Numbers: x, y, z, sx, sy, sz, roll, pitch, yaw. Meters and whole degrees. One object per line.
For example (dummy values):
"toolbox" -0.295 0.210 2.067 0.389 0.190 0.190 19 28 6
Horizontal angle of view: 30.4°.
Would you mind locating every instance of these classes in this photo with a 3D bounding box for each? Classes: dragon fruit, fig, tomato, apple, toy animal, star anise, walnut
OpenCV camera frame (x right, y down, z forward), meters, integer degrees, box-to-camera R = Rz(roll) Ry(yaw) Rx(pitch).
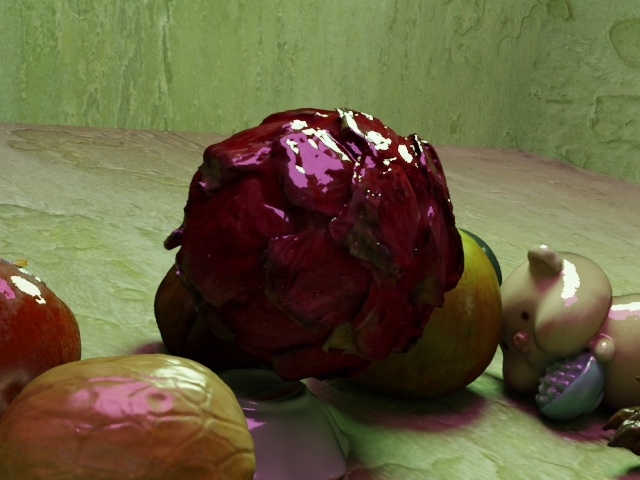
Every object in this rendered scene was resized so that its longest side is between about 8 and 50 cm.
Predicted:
"dragon fruit" 0.001 0.003 1.307 0.329 0.329 0.329 8 13 -2
"fig" -0.135 0.037 1.502 0.191 0.290 0.190 -6 33 4
"tomato" -0.359 0.111 1.198 0.232 0.188 0.232 26 -14 7
"apple" 0.119 0.079 1.534 0.246 0.226 0.246 2 17 -1
"toy animal" 0.355 0.121 1.564 0.221 0.210 0.229 -6 52 -22
"star anise" 0.443 0.225 1.414 0.196 0.111 0.212 23 12 28
"walnut" -0.167 0.185 0.979 0.222 0.195 0.195 5 13 -14

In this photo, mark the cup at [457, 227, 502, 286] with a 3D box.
"cup" 0.158 0.086 1.751 0.223 0.169 0.176 -24 12 18

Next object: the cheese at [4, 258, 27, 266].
"cheese" -0.510 0.032 1.825 0.111 0.017 0.047 4 16 -18

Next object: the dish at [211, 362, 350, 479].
"dish" -0.069 0.188 1.282 0.229 0.081 0.229 8 12 -2
